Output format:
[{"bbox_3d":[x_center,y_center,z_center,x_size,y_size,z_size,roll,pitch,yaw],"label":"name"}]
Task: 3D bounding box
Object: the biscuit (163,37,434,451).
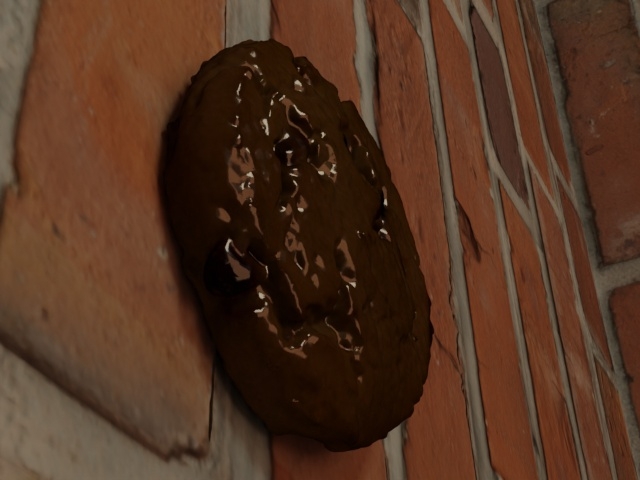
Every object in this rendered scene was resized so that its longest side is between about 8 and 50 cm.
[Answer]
[{"bbox_3d":[0.002,-0.001,0.733,0.296,0.075,0.296,52,28,-42],"label":"biscuit"}]
